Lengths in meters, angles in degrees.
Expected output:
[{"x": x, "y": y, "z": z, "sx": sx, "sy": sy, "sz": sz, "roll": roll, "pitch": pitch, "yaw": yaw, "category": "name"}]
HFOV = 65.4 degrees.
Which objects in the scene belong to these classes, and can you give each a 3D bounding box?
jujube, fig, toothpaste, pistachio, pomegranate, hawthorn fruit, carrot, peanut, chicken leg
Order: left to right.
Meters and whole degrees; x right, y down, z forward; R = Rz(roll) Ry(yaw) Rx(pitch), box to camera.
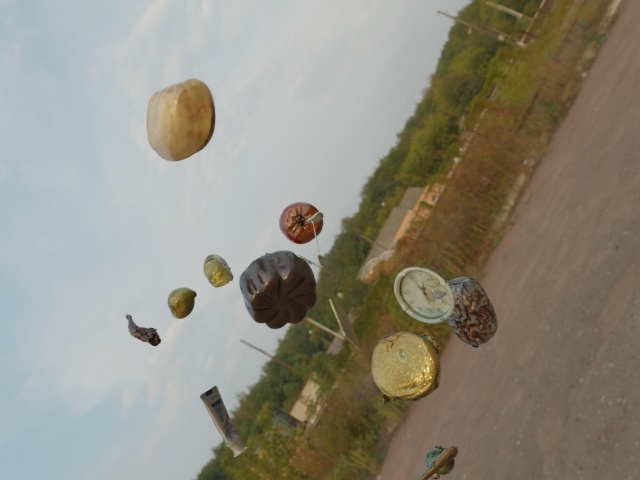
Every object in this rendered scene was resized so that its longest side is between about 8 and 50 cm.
[{"x": -0.759, "y": 0.383, "z": 2.106, "sx": 0.093, "sy": 0.205, "sz": 0.053, "roll": -51, "pitch": -11, "yaw": -53, "category": "chicken leg"}, {"x": -0.619, "y": 0.274, "z": 2.206, "sx": 0.121, "sy": 0.135, "sz": 0.153, "roll": -1, "pitch": -32, "yaw": -32, "category": "fig"}, {"x": -0.486, "y": -0.429, "z": 1.753, "sx": 0.321, "sy": 0.238, "sz": 0.229, "roll": -49, "pitch": -4, "yaw": 34, "category": "pistachio"}, {"x": -0.368, "y": 0.690, "z": 1.899, "sx": 0.061, "sy": 0.266, "sz": 0.096, "roll": -32, "pitch": -6, "yaw": 28, "category": "toothpaste"}, {"x": -0.092, "y": -0.076, "z": 2.227, "sx": 0.196, "sy": 0.197, "sz": 0.225, "roll": -60, "pitch": 4, "yaw": -8, "category": "hawthorn fruit"}, {"x": 0.278, "y": 0.118, "z": 2.267, "sx": 0.228, "sy": 0.104, "sz": 0.086, "roll": -26, "pitch": 23, "yaw": -17, "category": "peanut"}, {"x": 0.440, "y": 0.875, "z": 1.918, "sx": 0.254, "sy": 0.049, "sz": 0.049, "roll": -29, "pitch": -25, "yaw": -28, "category": "carrot"}, {"x": 0.487, "y": 0.929, "z": 2.060, "sx": 0.122, "sy": 0.122, "sz": 0.161, "roll": 10, "pitch": -83, "yaw": -80, "category": "pomegranate"}, {"x": 0.660, "y": 0.315, "z": 2.219, "sx": 0.226, "sy": 0.317, "sz": 0.226, "roll": -26, "pitch": 13, "yaw": 6, "category": "jujube"}]

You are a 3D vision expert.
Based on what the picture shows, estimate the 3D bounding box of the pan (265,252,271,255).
[{"x": -0.242, "y": 0.172, "z": 2.636, "sx": 0.028, "sy": 0.235, "sz": 0.136, "roll": -18, "pitch": 11, "yaw": -24, "category": "pan"}]

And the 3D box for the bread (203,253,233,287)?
[{"x": -0.345, "y": 0.095, "z": 1.644, "sx": 0.083, "sy": 0.157, "sz": 0.094, "roll": -32, "pitch": -41, "yaw": -8, "category": "bread"}]

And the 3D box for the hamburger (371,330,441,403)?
[{"x": 0.254, "y": 0.358, "z": 1.424, "sx": 0.215, "sy": 0.189, "sz": 0.122, "roll": -28, "pitch": -26, "yaw": 20, "category": "hamburger"}]

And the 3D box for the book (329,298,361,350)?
[{"x": 0.104, "y": 0.352, "z": 2.094, "sx": 0.013, "sy": 0.192, "sz": 0.168, "roll": -31, "pitch": -42, "yaw": 9, "category": "book"}]

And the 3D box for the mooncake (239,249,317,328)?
[{"x": -0.149, "y": 0.187, "z": 1.826, "sx": 0.306, "sy": 0.154, "sz": 0.306, "roll": -14, "pitch": -47, "yaw": -16, "category": "mooncake"}]

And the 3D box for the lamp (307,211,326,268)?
[{"x": 0.000, "y": 0.000, "z": 1.662, "sx": 0.056, "sy": 0.198, "sz": 0.050, "roll": -26, "pitch": -30, "yaw": 23, "category": "lamp"}]

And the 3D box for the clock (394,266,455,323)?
[{"x": 0.382, "y": 0.193, "z": 1.810, "sx": 0.053, "sy": 0.236, "sz": 0.236, "roll": -35, "pitch": -25, "yaw": -44, "category": "clock"}]
